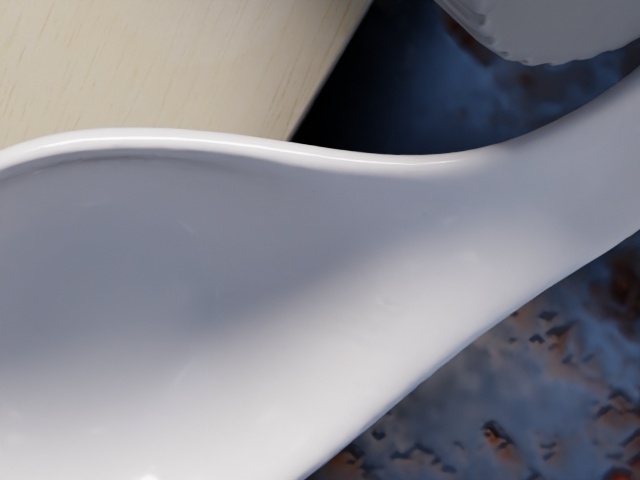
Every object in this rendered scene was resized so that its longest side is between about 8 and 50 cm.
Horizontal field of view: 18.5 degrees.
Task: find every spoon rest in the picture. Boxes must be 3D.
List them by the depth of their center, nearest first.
[{"bbox_3d":[0.000,0.000,0.552,0.276,0.084,0.137,-28,116,4],"label":"spoon rest"}]

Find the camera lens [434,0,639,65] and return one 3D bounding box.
[{"bbox_3d":[0.031,-0.207,0.478,0.219,0.219,0.274,-45,71,19],"label":"camera lens"}]

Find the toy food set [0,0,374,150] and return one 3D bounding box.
[{"bbox_3d":[-0.106,-0.073,0.643,0.220,0.092,0.306,32,108,4],"label":"toy food set"}]
